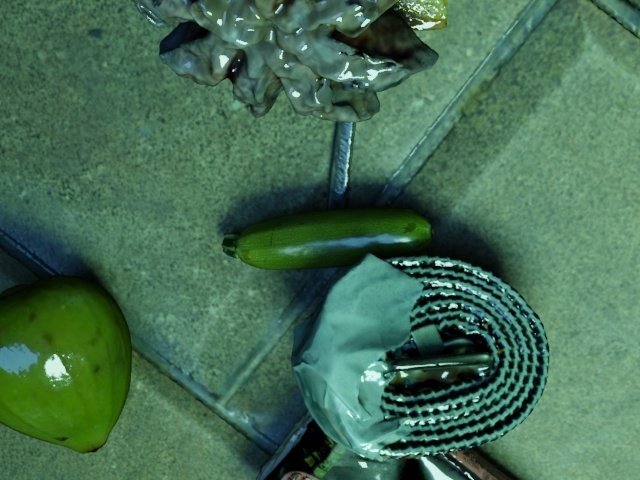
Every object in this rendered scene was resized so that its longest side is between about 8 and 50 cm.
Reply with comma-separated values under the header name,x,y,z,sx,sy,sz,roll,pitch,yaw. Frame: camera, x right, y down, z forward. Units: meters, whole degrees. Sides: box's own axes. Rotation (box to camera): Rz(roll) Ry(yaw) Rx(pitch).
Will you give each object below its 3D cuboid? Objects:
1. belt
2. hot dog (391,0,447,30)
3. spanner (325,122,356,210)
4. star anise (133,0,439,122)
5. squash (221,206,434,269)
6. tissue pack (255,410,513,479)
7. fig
name,x,y,z,sx,sy,sz,roll,pitch,yaw
belt,0.098,0.123,0.926,0.257,0.150,0.207,-3,72,-8
hot dog,0.038,-0.318,0.867,0.123,0.093,0.262,-21,119,23
spanner,0.024,-0.085,0.990,0.054,0.015,0.255,11,110,13
star anise,-0.047,-0.215,0.838,0.331,0.118,0.332,19,148,12
squash,0.000,0.000,0.979,0.251,0.066,0.066,-5,107,17
tissue pack,0.099,0.328,1.053,0.332,0.123,0.245,39,115,-1
fig,-0.318,0.156,1.058,0.202,0.203,0.225,-21,95,20
